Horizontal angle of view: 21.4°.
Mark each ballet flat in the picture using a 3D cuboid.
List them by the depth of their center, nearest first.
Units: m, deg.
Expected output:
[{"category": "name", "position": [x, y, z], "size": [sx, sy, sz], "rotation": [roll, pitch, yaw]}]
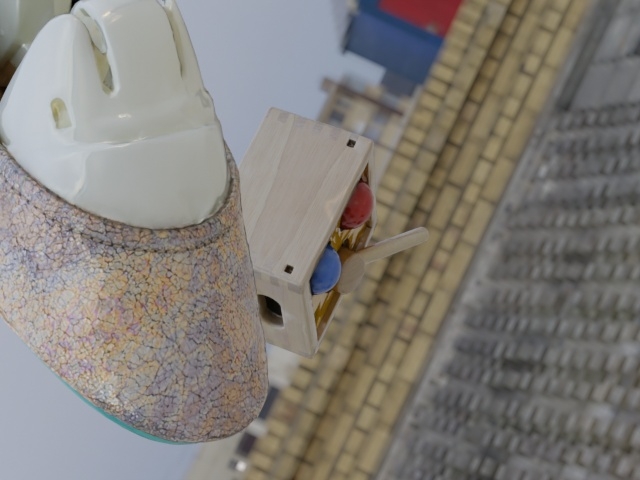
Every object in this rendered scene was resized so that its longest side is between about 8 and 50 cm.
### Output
[{"category": "ballet flat", "position": [-0.105, -0.071, 0.619], "size": [0.107, 0.316, 0.106], "rotation": [-14, -32, -41]}]

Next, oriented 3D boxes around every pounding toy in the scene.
[{"category": "pounding toy", "position": [0.000, 0.000, 1.088], "size": [0.141, 0.100, 0.130], "rotation": [83, -150, -62]}]
